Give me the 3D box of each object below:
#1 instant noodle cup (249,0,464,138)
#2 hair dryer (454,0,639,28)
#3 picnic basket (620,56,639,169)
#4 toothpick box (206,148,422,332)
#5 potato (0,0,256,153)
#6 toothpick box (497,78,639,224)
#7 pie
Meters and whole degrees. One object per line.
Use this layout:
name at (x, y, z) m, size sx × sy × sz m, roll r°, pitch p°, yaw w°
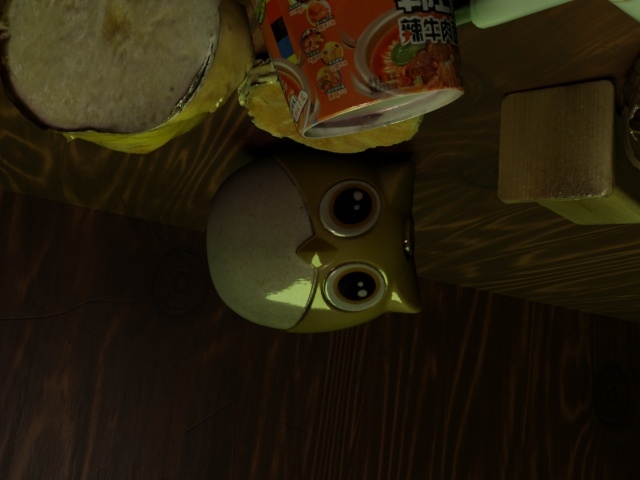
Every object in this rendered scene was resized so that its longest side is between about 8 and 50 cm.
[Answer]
instant noodle cup at (0.047, -0.234, 0.806) m, size 0.251 × 0.192 × 0.250 m, roll -14°, pitch -179°, yaw 0°
hair dryer at (0.251, -0.300, 0.828) m, size 0.173 × 0.107 × 0.357 m, roll 19°, pitch 169°, yaw -31°
picnic basket at (0.494, -0.173, 1.001) m, size 0.128 × 0.178 × 0.138 m, roll 5°, pitch 167°, yaw 10°
toothpick box at (0.000, 0.000, 1.538) m, size 0.426 × 0.408 × 0.409 m, roll -2°, pitch 165°, yaw 15°
potato at (-0.208, -0.257, 0.957) m, size 0.398 × 0.289 × 0.296 m, roll -1°, pitch 177°, yaw 29°
toothpick box at (0.463, -0.130, 1.234) m, size 0.188 × 0.190 × 0.308 m, roll -3°, pitch 168°, yaw 39°
pie at (0.016, -0.237, 1.231) m, size 0.340 × 0.083 × 0.339 m, roll 6°, pitch 169°, yaw 1°
